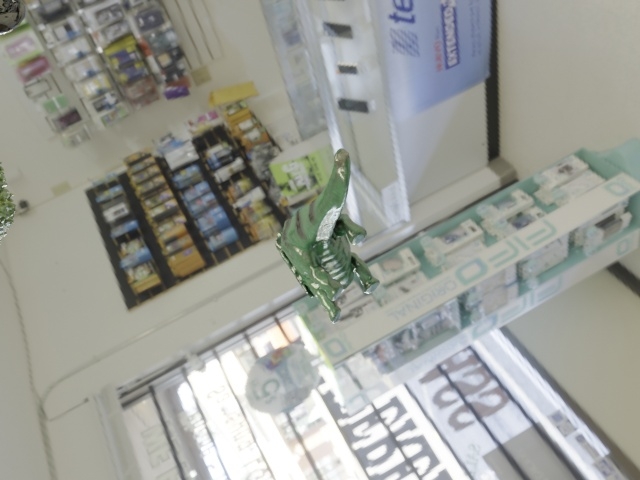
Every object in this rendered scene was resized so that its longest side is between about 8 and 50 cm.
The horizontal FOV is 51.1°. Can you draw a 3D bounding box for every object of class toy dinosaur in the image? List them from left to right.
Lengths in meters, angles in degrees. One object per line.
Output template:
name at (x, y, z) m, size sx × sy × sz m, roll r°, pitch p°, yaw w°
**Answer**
toy dinosaur at (0.012, 0.014, 0.668) m, size 0.120 × 0.079 × 0.292 m, roll 50°, pitch 166°, yaw 3°

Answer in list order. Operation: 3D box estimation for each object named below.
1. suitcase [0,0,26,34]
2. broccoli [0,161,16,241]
suitcase at (-0.369, -0.222, 0.341) m, size 0.188 × 0.339 × 0.345 m, roll -98°, pitch 8°, yaw -46°
broccoli at (-0.617, -0.117, 0.944) m, size 0.375 × 0.302 × 0.249 m, roll 21°, pitch -149°, yaw -19°
